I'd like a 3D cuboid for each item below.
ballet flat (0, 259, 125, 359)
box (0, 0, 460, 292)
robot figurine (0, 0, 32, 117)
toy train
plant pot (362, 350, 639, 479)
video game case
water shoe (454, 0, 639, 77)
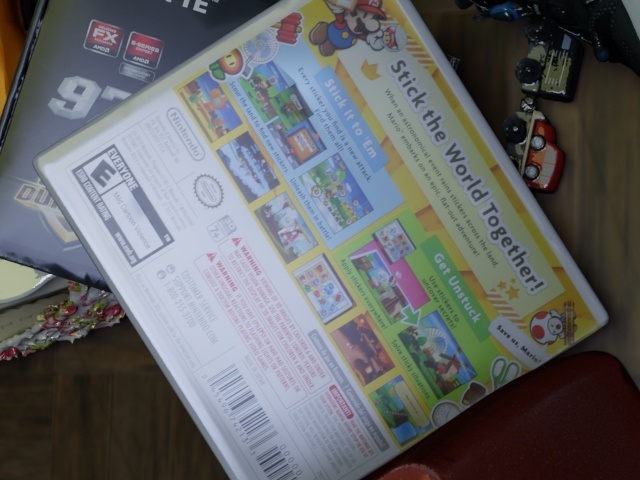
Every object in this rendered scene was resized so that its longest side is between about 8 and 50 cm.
[{"bbox_3d":[-0.210,0.036,1.009,0.241,0.077,0.091,-23,75,20],"label":"ballet flat"},{"bbox_3d":[-0.057,-0.047,0.914,0.220,0.051,0.175,18,90,-3],"label":"box"},{"bbox_3d":[-0.167,-0.178,1.000,0.211,0.085,0.291,-13,84,10],"label":"robot figurine"},{"bbox_3d":[0.111,-0.041,0.904,0.036,0.027,0.158,12,87,14],"label":"toy train"},{"bbox_3d":[0.059,0.218,0.774,0.267,0.236,0.267,-35,70,15],"label":"plant pot"},{"bbox_3d":[0.000,0.000,0.873,0.206,0.026,0.227,-32,90,1],"label":"video game case"},{"bbox_3d":[0.111,-0.132,0.882,0.080,0.073,0.203,-36,54,3],"label":"water shoe"}]
